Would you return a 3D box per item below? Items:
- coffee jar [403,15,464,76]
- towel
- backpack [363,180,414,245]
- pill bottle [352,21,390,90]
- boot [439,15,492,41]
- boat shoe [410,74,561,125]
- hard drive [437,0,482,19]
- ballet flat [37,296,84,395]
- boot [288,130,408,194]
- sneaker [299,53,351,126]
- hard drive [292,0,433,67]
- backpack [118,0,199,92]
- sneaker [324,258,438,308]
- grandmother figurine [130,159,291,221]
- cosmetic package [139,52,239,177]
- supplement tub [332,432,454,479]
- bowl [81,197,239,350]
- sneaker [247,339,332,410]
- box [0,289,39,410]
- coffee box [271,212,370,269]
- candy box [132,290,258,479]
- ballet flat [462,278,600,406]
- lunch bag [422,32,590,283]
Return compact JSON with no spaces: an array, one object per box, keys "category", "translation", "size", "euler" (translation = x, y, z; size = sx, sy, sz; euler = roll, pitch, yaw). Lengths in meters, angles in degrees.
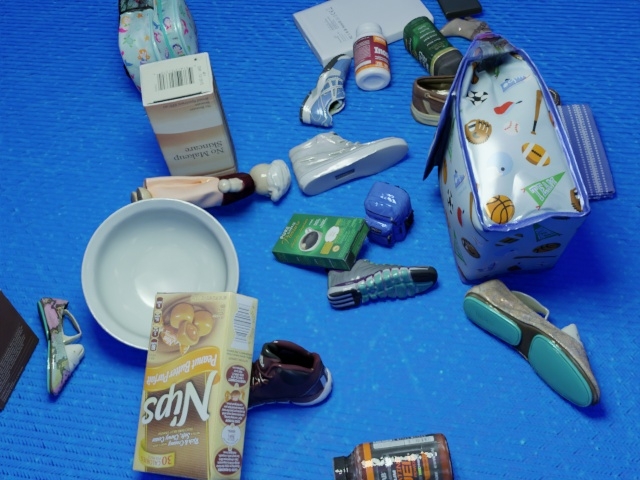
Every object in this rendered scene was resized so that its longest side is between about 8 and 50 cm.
[{"category":"coffee jar","translation":[0.275,-0.451,1.973],"size":[0.079,0.096,0.184],"euler":[-27,55,-9]},{"category":"towel","translation":[0.442,-0.176,1.774],"size":[0.335,0.040,0.243],"euler":[-6,63,1]},{"category":"backpack","translation":[0.139,-0.055,1.692],"size":[0.097,0.120,0.101],"euler":[17,58,17]},{"category":"pill bottle","translation":[0.122,-0.446,1.979],"size":[0.086,0.086,0.152],"euler":[-5,67,4]},{"category":"boot","translation":[0.366,-0.518,2.042],"size":[0.118,0.042,0.087],"euler":[-30,56,-15]},{"category":"boat shoe","translation":[0.375,-0.329,1.855],"size":[0.341,0.123,0.123],"euler":[5,56,10]},{"category":"hard drive","translation":[0.353,-0.619,2.114],"size":[0.094,0.022,0.135],"euler":[-10,44,0]},{"category":"ballet flat","translation":[-0.513,0.202,1.630],"size":[0.079,0.077,0.222],"euler":[-5,51,-21]},{"category":"boot","translation":[0.057,-0.202,1.821],"size":[0.258,0.095,0.123],"euler":[-20,61,-6]},{"category":"sneaker","translation":[0.029,-0.353,1.954],"size":[0.081,0.080,0.211],"euler":[23,70,14]},{"category":"hard drive","translation":[0.107,-0.567,2.111],"size":[0.307,0.040,0.203],"euler":[-22,55,-9]},{"category":"backpack","translation":[-0.401,-0.488,2.010],"size":[0.191,0.225,0.254],"euler":[-6,58,9]},{"category":"sneaker","translation":[0.118,0.063,1.637],"size":[0.223,0.083,0.098],"euler":[-10,49,1]},{"category":"grandmother figurine","translation":[-0.219,-0.109,1.745],"size":[0.342,0.104,0.207],"euler":[-14,9,-24]},{"category":"cosmetic package","translation":[-0.277,-0.244,1.773],"size":[0.153,0.296,0.129],"euler":[-13,55,0]},{"category":"supplement tub","translation":[0.122,0.390,1.387],"size":[0.197,0.106,0.106],"euler":[-9,54,2]},{"category":"bowl","translation":[-0.310,0.071,1.621],"size":[0.297,0.134,0.298],"euler":[1,83,-5]},{"category":"sneaker","translation":[-0.124,0.236,1.492],"size":[0.281,0.163,0.107],"euler":[-8,54,1]},{"category":"box","translation":[-0.679,0.196,1.568],"size":[0.168,0.203,0.167],"euler":[11,56,14]},{"category":"coffee box","translation":[0.000,0.000,1.687],"size":[0.184,0.040,0.113],"euler":[4,52,34]},{"category":"candy box","translation":[-0.218,0.252,1.439],"size":[0.182,0.087,0.317],"euler":[-4,74,34]},{"category":"ballet flat","translation":[0.407,0.172,1.512],"size":[0.106,0.108,0.316],"euler":[-29,56,-30]},{"category":"lunch bag","translation":[0.328,-0.150,1.565],"size":[0.238,0.328,0.386],"euler":[-9,71,-2]}]
